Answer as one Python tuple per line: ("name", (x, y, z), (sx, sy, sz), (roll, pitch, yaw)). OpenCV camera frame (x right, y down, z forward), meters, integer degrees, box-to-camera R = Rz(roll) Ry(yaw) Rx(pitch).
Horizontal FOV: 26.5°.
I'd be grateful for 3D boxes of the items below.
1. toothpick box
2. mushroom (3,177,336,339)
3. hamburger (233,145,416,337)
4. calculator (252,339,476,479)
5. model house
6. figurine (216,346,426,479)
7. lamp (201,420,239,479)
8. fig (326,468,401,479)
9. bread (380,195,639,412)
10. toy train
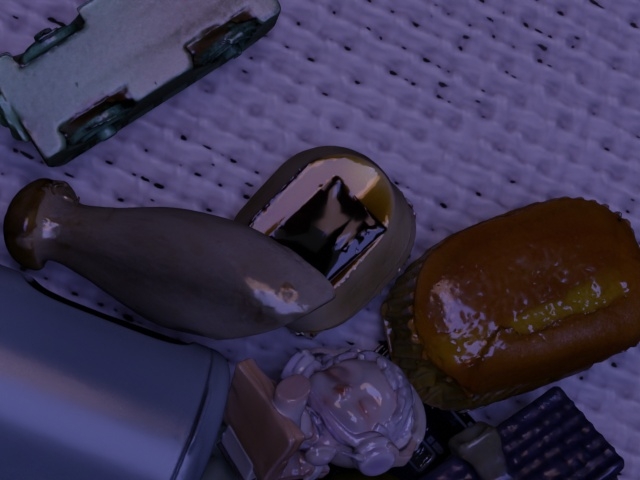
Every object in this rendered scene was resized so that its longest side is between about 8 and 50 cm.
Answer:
("toothpick box", (-0.293, 0.165, 1.305), (0.355, 0.263, 0.263), (24, 83, -10))
("mushroom", (-0.152, 0.023, 1.356), (0.350, 0.128, 0.128), (17, 84, 12))
("hamburger", (0.000, 0.000, 1.454), (0.173, 0.116, 0.210), (42, 85, 3))
("calculator", (0.038, 0.253, 1.493), (0.274, 0.028, 0.165), (-44, 98, -11))
("model house", (0.257, 0.309, 1.403), (0.245, 0.312, 0.280), (-32, 98, -10))
("figurine", (0.014, 0.170, 1.389), (0.237, 0.141, 0.162), (-3, 45, -40))
("lamp", (-0.107, 0.256, 1.406), (0.106, 0.106, 0.193), (13, 64, -13))
("fig", (0.049, 0.316, 1.425), (0.136, 0.120, 0.153), (-27, 74, -11))
("bread", (0.216, 0.070, 1.466), (0.288, 0.156, 0.204), (-17, 89, -18))
("toy train", (-0.182, -0.198, 1.390), (0.326, 0.159, 0.129), (-34, 94, -9))
